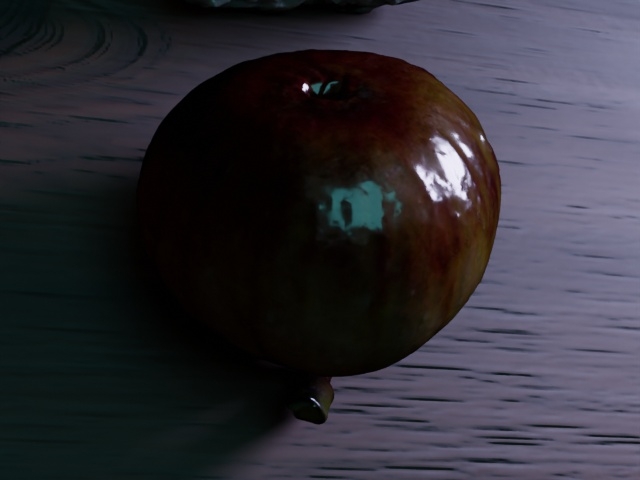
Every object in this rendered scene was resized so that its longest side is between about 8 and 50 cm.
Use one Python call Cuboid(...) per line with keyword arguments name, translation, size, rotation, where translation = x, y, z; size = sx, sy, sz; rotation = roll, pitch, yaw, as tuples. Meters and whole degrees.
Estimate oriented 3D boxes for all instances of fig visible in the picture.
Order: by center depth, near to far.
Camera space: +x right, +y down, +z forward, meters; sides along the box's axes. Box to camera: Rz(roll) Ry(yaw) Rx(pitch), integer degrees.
Cuboid(name="fig", translation=(0.000, -0.017, 1.192), size=(0.235, 0.214, 0.235), rotation=(-1, 58, 1))

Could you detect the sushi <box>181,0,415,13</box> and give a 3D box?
Cuboid(name="sushi", translation=(-0.008, -0.236, 1.310), size=(0.225, 0.124, 0.127), rotation=(-4, 72, -26))
